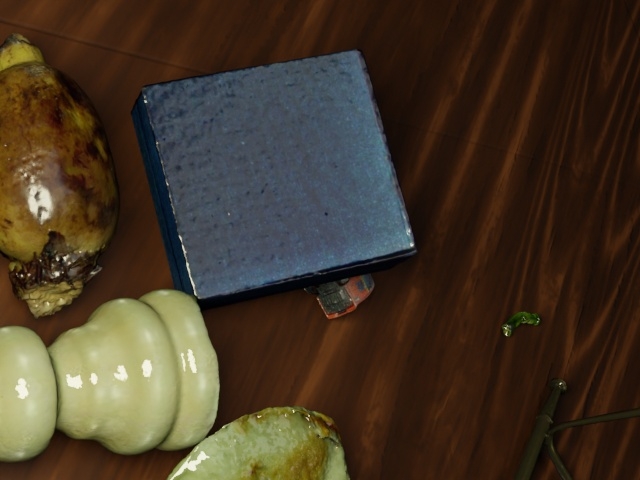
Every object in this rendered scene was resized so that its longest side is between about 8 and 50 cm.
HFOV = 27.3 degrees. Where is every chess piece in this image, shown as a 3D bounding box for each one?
[{"bbox_3d":[-0.286,0.150,1.332,0.330,0.182,0.182,-5,78,-34],"label":"chess piece"}]

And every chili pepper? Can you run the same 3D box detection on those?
[{"bbox_3d":[0.292,0.117,1.909,0.083,0.022,0.027,-14,51,-41],"label":"chili pepper"}]

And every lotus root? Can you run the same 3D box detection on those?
[{"bbox_3d":[-0.296,-0.080,1.401,0.169,0.141,0.314,14,61,-66],"label":"lotus root"}]

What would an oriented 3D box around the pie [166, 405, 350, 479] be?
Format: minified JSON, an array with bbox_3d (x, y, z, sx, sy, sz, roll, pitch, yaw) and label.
[{"bbox_3d":[-0.073,0.303,1.448,0.274,0.105,0.257,-27,122,-32],"label":"pie"}]

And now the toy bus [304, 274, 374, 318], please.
[{"bbox_3d":[0.000,0.000,1.681,0.077,0.065,0.192,-32,96,-48],"label":"toy bus"}]

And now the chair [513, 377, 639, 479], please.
[{"bbox_3d":[0.400,0.411,1.686,0.410,0.364,0.362,-38,100,-36],"label":"chair"}]

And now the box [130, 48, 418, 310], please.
[{"bbox_3d":[-0.057,-0.071,1.569,0.278,0.116,0.261,-12,81,-17],"label":"box"}]
